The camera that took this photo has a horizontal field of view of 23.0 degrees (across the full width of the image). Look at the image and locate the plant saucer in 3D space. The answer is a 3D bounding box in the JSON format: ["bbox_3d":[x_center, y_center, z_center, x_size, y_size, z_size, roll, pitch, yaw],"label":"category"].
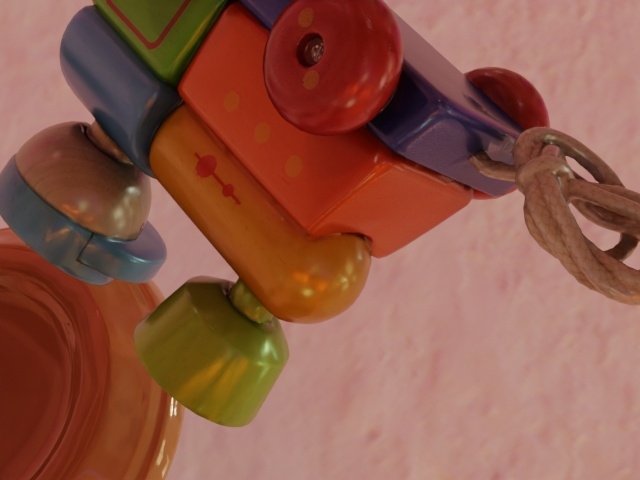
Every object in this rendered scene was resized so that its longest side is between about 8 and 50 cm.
[{"bbox_3d":[-0.159,0.079,0.737,0.037,0.200,0.200,50,37,-56],"label":"plant saucer"}]

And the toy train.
[{"bbox_3d":[0.000,0.000,0.469,0.105,0.143,0.248,17,25,-52],"label":"toy train"}]
